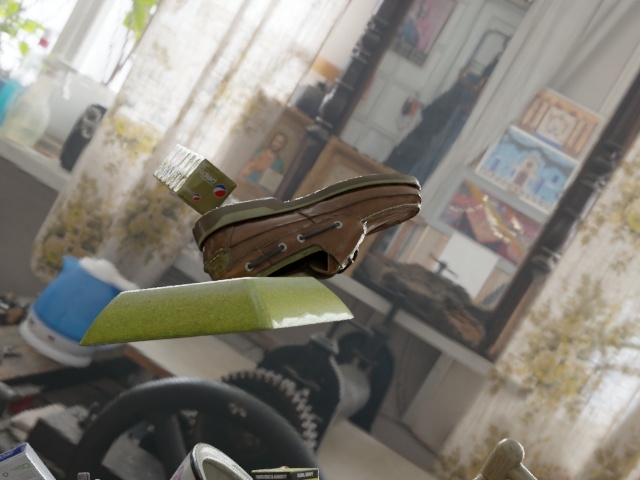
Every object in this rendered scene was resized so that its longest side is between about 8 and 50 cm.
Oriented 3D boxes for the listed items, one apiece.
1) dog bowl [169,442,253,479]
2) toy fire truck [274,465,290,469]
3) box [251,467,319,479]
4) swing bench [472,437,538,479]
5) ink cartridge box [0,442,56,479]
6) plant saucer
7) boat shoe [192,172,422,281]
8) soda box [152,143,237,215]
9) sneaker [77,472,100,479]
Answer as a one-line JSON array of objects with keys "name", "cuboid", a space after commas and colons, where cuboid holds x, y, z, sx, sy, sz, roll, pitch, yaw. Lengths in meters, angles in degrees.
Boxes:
[{"name": "dog bowl", "cuboid": [-0.179, 0.623, 1.759, 0.408, 0.150, 0.408, 49, -1, 2]}, {"name": "toy fire truck", "cuboid": [-0.023, 0.518, 1.311, 0.254, 0.169, 0.302, -15, 81, -83]}, {"name": "box", "cuboid": [-0.042, 0.425, 1.139, 0.087, 0.233, 0.058, -13, -15, 42]}, {"name": "swing bench", "cuboid": [0.133, 0.316, 0.552, 0.253, 0.165, 0.255, 46, -29, 28]}, {"name": "ink cartridge box", "cuboid": [-0.626, 0.535, 1.697, 0.045, 0.223, 0.224, -109, 175, -67]}, {"name": "plant saucer", "cuboid": [-0.089, 0.062, 0.776, 0.188, 0.045, 0.188, -8, -5, 23]}, {"name": "boat shoe", "cuboid": [0.000, 0.000, 1.051, 0.111, 0.307, 0.105, 115, -45, -60]}, {"name": "soda box", "cuboid": [-0.174, -0.083, 1.157, 0.058, 0.061, 0.181, 40, -4, -23]}, {"name": "sneaker", "cuboid": [-0.190, 0.267, 0.795, 0.281, 0.105, 0.115, 15, 49, -56]}]
